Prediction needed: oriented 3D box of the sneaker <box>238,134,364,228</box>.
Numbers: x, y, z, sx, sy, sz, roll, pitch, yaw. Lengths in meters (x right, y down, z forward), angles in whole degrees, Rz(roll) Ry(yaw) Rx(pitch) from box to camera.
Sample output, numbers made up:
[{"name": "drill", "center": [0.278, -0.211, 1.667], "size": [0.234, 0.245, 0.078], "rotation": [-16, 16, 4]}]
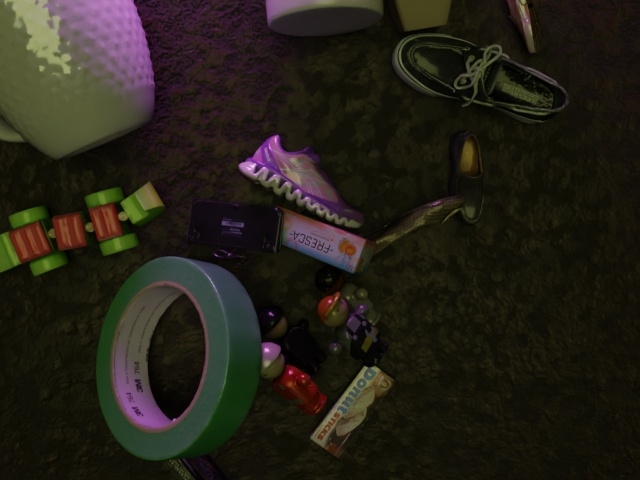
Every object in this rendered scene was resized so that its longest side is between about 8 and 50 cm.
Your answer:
[{"name": "sneaker", "center": [-0.020, -0.104, 1.184], "size": [0.237, 0.095, 0.104], "rotation": [30, 85, -2]}]

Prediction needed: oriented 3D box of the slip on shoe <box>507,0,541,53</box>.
[{"name": "slip on shoe", "center": [0.353, -0.394, 1.198], "size": [0.041, 0.051, 0.135], "rotation": [-8, 105, 39]}]

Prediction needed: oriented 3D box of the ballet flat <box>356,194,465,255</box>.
[{"name": "ballet flat", "center": [0.141, -0.012, 1.193], "size": [0.250, 0.084, 0.058], "rotation": [-25, 81, 5]}]

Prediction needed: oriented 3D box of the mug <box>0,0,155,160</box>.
[{"name": "mug", "center": [-0.451, -0.294, 1.091], "size": [0.374, 0.276, 0.327], "rotation": [-18, 103, 30]}]

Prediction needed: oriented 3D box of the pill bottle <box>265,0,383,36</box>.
[{"name": "pill bottle", "center": [-0.008, -0.544, 1.083], "size": [0.224, 0.224, 0.391], "rotation": [-5, 94, -1]}]

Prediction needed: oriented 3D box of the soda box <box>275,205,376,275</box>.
[{"name": "soda box", "center": [0.000, 0.000, 1.167], "size": [0.183, 0.058, 0.062], "rotation": [22, 93, 25]}]

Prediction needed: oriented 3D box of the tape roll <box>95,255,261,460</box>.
[{"name": "tape roll", "center": [-0.238, 0.188, 1.106], "size": [0.321, 0.077, 0.321], "rotation": [-9, 75, 36]}]

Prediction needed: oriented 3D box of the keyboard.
[{"name": "keyboard", "center": [-0.151, -0.011, 1.186], "size": [0.180, 0.023, 0.108], "rotation": [7, 87, 22]}]

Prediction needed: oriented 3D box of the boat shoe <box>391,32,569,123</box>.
[{"name": "boat shoe", "center": [0.274, -0.279, 1.169], "size": [0.307, 0.105, 0.113], "rotation": [25, 93, -3]}]

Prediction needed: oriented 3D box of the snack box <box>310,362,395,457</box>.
[{"name": "snack box", "center": [0.059, 0.306, 1.244], "size": [0.064, 0.022, 0.178], "rotation": [36, 93, -2]}]

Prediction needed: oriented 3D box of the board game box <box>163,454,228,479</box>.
[{"name": "board game box", "center": [-0.201, 0.422, 1.193], "size": [0.026, 0.126, 0.186], "rotation": [-38, 94, 1]}]

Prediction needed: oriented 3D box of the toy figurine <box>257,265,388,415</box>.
[{"name": "toy figurine", "center": [-0.007, 0.154, 1.130], "size": [0.209, 0.213, 0.148], "rotation": [-41, 103, 15]}]

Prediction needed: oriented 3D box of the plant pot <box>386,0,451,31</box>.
[{"name": "plant pot", "center": [0.168, -0.410, 1.163], "size": [0.109, 0.109, 0.096], "rotation": [-9, 107, -1]}]

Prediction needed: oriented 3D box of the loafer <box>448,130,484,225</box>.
[{"name": "loafer", "center": [0.259, -0.110, 1.202], "size": [0.062, 0.061, 0.169], "rotation": [-9, 95, -2]}]

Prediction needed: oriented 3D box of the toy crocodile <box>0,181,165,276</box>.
[{"name": "toy crocodile", "center": [-0.429, -0.015, 1.168], "size": [0.341, 0.105, 0.115], "rotation": [-16, 94, 0]}]
